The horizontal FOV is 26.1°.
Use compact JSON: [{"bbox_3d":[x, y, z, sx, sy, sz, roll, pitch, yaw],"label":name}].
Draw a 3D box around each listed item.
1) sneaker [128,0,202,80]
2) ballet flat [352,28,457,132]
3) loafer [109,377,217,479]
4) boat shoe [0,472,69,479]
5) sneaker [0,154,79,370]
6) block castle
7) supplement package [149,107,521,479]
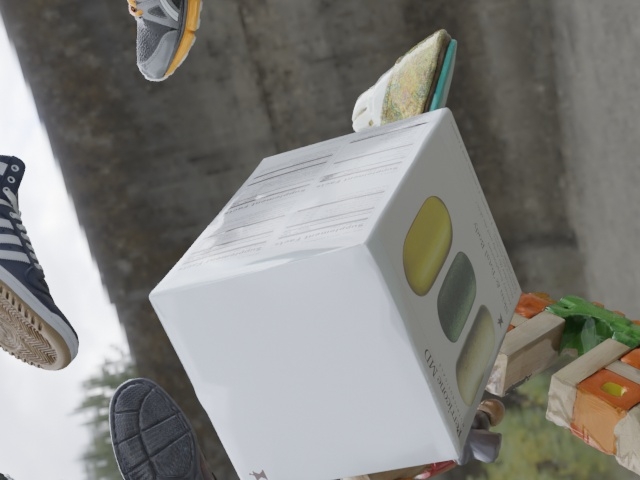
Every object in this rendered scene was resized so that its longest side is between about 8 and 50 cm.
[{"bbox_3d":[-0.143,-0.243,1.181,0.084,0.083,0.214,-133,46,-61],"label":"sneaker"},{"bbox_3d":[0.090,-0.120,1.625,0.348,0.123,0.123,88,174,-57],"label":"ballet flat"},{"bbox_3d":[-0.187,0.322,1.817,0.302,0.109,0.095,61,175,4],"label":"loafer"},{"bbox_3d":[-0.321,0.344,1.664,0.306,0.105,0.113,26,152,53],"label":"boat shoe"},{"bbox_3d":[-0.332,0.010,1.477,0.153,0.282,0.099,-41,-18,-41],"label":"sneaker"},{"bbox_3d":[0.256,0.219,1.471,0.213,0.453,0.303,-25,-50,-43],"label":"block castle"},{"bbox_3d":[0.026,0.047,1.170,0.199,0.198,0.262,66,-152,-19],"label":"supplement package"}]
